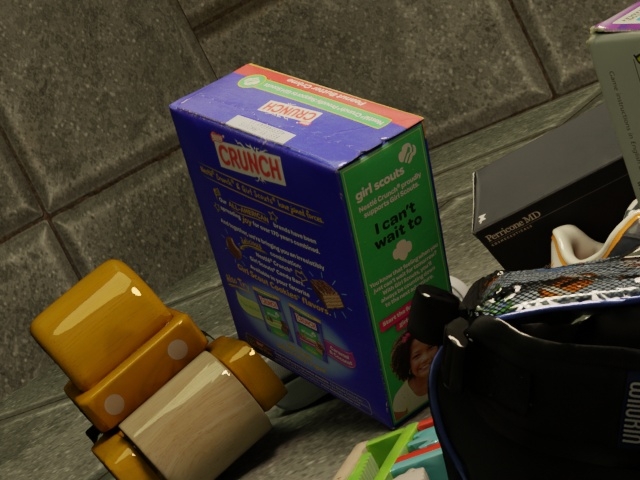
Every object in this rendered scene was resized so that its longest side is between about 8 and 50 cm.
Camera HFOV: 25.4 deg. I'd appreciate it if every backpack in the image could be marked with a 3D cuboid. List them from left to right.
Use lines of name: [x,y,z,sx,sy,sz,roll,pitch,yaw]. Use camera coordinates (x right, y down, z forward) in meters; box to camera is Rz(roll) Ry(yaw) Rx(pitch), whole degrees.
backpack: [0.204,0.111,0.663,0.263,0.277,0.213,-10,14,20]

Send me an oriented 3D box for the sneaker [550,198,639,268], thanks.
sneaker: [0.329,0.015,1.180,0.321,0.127,0.126,-14,1,35]

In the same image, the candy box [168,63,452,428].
candy box: [0.000,0.000,1.471,0.122,0.317,0.268,-34,38,-28]

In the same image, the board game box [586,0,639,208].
board game box: [0.244,-0.034,0.433,0.142,0.144,0.275,-32,20,-29]

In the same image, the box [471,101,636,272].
box: [0.298,-0.034,1.323,0.261,0.184,0.103,-28,34,26]

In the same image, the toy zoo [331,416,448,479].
toy zoo: [0.135,0.179,1.206,0.293,0.030,0.192,-23,8,23]

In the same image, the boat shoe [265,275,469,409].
boat shoe: [0.057,0.108,1.679,0.302,0.109,0.094,-26,5,31]

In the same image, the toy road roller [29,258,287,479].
toy road roller: [-0.207,0.154,1.646,0.202,0.240,0.329,-41,12,-13]
